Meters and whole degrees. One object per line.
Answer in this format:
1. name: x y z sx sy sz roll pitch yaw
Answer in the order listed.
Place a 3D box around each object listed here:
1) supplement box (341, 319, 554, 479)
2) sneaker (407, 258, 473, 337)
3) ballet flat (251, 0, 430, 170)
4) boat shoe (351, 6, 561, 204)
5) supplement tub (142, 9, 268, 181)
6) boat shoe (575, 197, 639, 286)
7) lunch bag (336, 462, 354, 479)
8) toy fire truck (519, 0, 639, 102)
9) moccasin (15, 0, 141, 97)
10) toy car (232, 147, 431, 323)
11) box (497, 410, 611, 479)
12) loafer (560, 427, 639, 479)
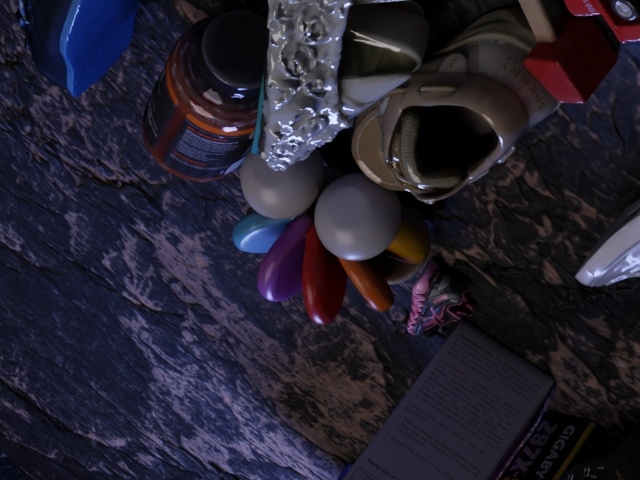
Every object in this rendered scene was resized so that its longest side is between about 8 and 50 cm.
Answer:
1. supplement box: 0.114 0.204 1.703 0.114 0.220 0.111 32 158 13
2. sneaker: 0.115 0.065 1.675 0.057 0.047 0.119 22 156 11
3. ballet flat: 0.017 -0.170 1.249 0.147 0.147 0.409 33 155 15
4. boat shoe: 0.086 -0.084 1.349 0.109 0.098 0.302 43 158 -10
5. supplement tub: -0.087 -0.127 1.527 0.106 0.106 0.198 40 158 -2
6. boat shoe: 0.250 0.001 1.319 0.063 0.066 0.184 40 149 1
7. lunch bag: 0.086 0.506 2.161 0.328 0.239 0.385 46 -166 -16
8. toy fire truck: 0.156 -0.172 1.136 0.192 0.047 0.135 50 156 -26
9. moccasin: -0.228 -0.218 1.536 0.117 0.138 0.342 43 157 1
10. toy car: 0.000 0.000 1.557 0.182 0.136 0.159 29 177 23
11. box: 0.252 0.370 1.760 0.079 0.257 0.322 10 144 51
12. loafer: 0.308 0.201 1.600 0.223 0.078 0.076 -32 73 53
